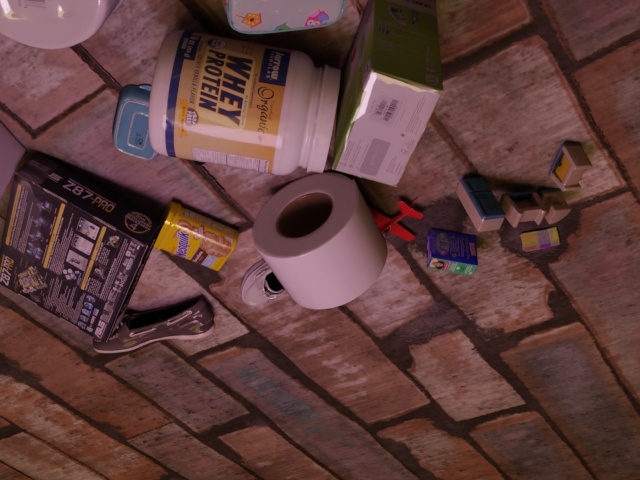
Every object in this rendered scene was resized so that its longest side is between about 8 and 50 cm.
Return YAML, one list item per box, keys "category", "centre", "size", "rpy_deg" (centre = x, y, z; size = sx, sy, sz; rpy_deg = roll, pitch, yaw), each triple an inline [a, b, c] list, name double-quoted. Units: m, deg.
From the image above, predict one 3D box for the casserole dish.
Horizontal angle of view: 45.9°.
- category: "casserole dish"
  centre: [-0.366, -0.233, 1.538]
  size: [0.114, 0.037, 0.188]
  rpy_deg: [17, 135, -11]

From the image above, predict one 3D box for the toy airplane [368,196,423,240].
- category: "toy airplane"
  centre: [0.168, -0.044, 1.679]
  size: [0.151, 0.028, 0.151]
  rpy_deg: [4, 135, 4]

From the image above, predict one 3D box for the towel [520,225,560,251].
- category: "towel"
  centre: [0.493, -0.003, 1.702]
  size: [0.083, 0.009, 0.060]
  rpy_deg: [-12, 132, 17]

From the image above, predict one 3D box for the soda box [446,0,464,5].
- category: "soda box"
  centre: [0.205, -0.516, 1.151]
  size: [0.091, 0.098, 0.286]
  rpy_deg: [-10, 133, 17]

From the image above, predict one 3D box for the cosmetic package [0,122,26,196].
- category: "cosmetic package"
  centre: [-0.757, -0.090, 1.486]
  size: [0.196, 0.366, 0.155]
  rpy_deg: [-16, 131, 22]

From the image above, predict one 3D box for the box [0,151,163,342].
- category: "box"
  centre: [-0.568, 0.031, 1.734]
  size: [0.318, 0.097, 0.395]
  rpy_deg: [28, 132, -5]

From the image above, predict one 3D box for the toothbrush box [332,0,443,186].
- category: "toothbrush box"
  centre: [0.110, -0.267, 1.280]
  size: [0.122, 0.283, 0.206]
  rpy_deg: [15, 135, -8]

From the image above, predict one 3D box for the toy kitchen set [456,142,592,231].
- category: "toy kitchen set"
  centre: [0.411, -0.126, 1.537]
  size: [0.207, 0.122, 0.166]
  rpy_deg: [-6, 138, -17]

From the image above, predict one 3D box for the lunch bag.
- category: "lunch bag"
  centre: [-0.051, -0.458, 1.186]
  size: [0.223, 0.108, 0.279]
  rpy_deg: [-12, 150, -12]

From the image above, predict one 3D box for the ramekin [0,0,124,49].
- category: "ramekin"
  centre: [-0.461, -0.455, 1.253]
  size: [0.277, 0.135, 0.277]
  rpy_deg: [3, 135, 3]

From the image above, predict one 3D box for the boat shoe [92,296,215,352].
- category: "boat shoe"
  centre: [-0.438, 0.211, 1.953]
  size: [0.335, 0.112, 0.096]
  rpy_deg: [-10, 116, 8]

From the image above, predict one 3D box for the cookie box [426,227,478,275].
- category: "cookie box"
  centre: [0.294, 0.026, 1.693]
  size: [0.107, 0.092, 0.040]
  rpy_deg: [10, 138, -4]

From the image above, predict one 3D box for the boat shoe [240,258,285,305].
- category: "boat shoe"
  centre: [-0.118, 0.094, 1.807]
  size: [0.095, 0.084, 0.258]
  rpy_deg: [25, 132, -19]

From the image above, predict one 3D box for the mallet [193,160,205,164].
- category: "mallet"
  centre: [-0.185, -0.198, 1.558]
  size: [0.189, 0.039, 0.062]
  rpy_deg: [-8, 133, 8]

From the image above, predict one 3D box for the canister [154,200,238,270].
- category: "canister"
  centre: [-0.288, -0.006, 1.733]
  size: [0.169, 0.073, 0.126]
  rpy_deg: [23, 133, -19]

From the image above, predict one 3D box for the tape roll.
- category: "tape roll"
  centre: [0.000, 0.000, 1.588]
  size: [0.246, 0.246, 0.169]
  rpy_deg: [-15, 131, 19]

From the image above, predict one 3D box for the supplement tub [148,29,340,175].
- category: "supplement tub"
  centre: [-0.134, -0.243, 1.368]
  size: [0.316, 0.228, 0.228]
  rpy_deg: [9, 135, -4]
